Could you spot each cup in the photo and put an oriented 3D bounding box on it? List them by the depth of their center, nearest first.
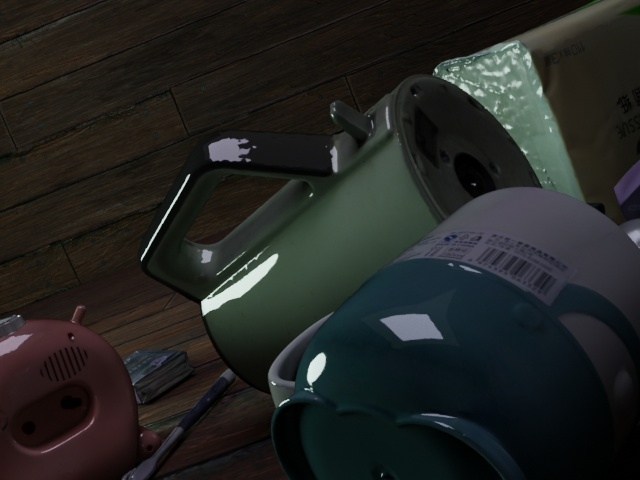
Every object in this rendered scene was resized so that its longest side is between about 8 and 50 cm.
[{"bbox_3d":[0.094,0.101,0.585,0.290,0.219,0.258,1,24,42],"label":"cup"}]

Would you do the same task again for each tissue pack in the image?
[{"bbox_3d":[0.412,-0.180,1.115,0.405,0.331,0.205,-28,10,-29],"label":"tissue pack"},{"bbox_3d":[-0.300,0.228,1.263,0.156,0.051,0.112,-11,16,46],"label":"tissue pack"}]

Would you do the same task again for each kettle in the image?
[{"bbox_3d":[0.006,-0.002,0.852,0.377,0.361,0.250,-36,40,38],"label":"kettle"}]

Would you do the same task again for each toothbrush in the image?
[{"bbox_3d":[-0.178,0.243,1.007,0.026,0.024,0.288,-33,5,25],"label":"toothbrush"}]

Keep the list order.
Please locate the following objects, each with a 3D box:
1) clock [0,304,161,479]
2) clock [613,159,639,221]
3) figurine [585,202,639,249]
[{"bbox_3d":[-0.336,0.205,0.923,0.227,0.241,0.142,-28,15,-36],"label":"clock"},{"bbox_3d":[0.418,-0.064,0.847,0.172,0.198,0.064,-4,47,10],"label":"clock"},{"bbox_3d":[0.329,0.024,0.828,0.193,0.126,0.147,8,15,37],"label":"figurine"}]
